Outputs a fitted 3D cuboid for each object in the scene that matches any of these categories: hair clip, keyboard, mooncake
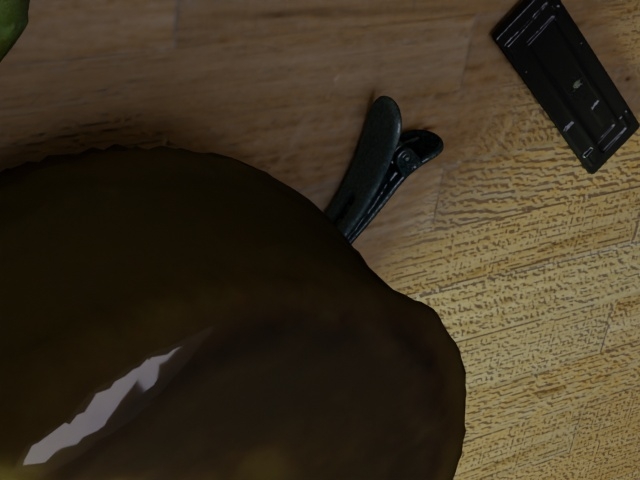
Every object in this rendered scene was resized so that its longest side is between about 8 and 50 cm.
[{"bbox_3d":[0.000,0.000,1.000,0.229,0.039,0.070,-52,138,7],"label":"hair clip"},{"bbox_3d":[0.200,-0.126,1.082,0.061,0.013,0.204,-47,137,0],"label":"keyboard"},{"bbox_3d":[-0.110,0.144,0.866,0.393,0.246,0.394,9,116,-40],"label":"mooncake"}]

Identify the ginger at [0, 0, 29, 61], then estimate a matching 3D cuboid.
[{"bbox_3d":[-0.236,-0.079,0.712,0.290,0.089,0.137,-50,152,0],"label":"ginger"}]
